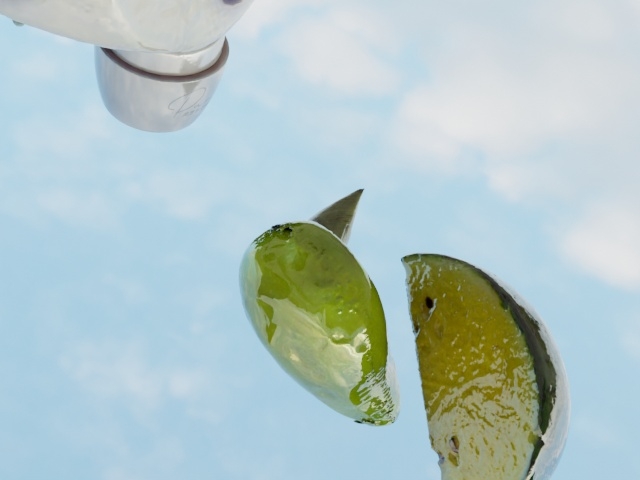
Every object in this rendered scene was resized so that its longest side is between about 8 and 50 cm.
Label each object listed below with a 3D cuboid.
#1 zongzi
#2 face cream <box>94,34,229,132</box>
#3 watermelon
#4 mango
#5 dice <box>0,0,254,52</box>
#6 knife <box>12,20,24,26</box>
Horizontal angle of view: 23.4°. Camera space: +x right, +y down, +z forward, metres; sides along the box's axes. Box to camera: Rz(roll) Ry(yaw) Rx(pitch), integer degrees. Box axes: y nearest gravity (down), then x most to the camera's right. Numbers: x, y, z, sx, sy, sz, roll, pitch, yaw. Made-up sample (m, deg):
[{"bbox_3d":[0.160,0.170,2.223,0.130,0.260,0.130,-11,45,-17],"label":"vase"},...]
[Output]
[{"bbox_3d":[0.000,0.000,1.336,0.052,0.113,0.104,38,-175,1],"label":"zongzi"},{"bbox_3d":[-0.140,-0.161,1.344,0.117,0.104,0.117,9,-138,-8],"label":"face cream"},{"bbox_3d":[0.107,0.087,0.937,0.092,0.075,0.181,-7,-101,0],"label":"watermelon"},{"bbox_3d":[0.003,0.058,0.935,0.074,0.165,0.091,-34,-143,-9],"label":"mango"},{"bbox_3d":[-0.166,-0.307,1.179,0.243,0.259,0.251,29,-157,24],"label":"dice"},{"bbox_3d":[-0.333,-0.353,1.620,0.034,0.063,0.260,-2,-108,-69],"label":"knife"}]
